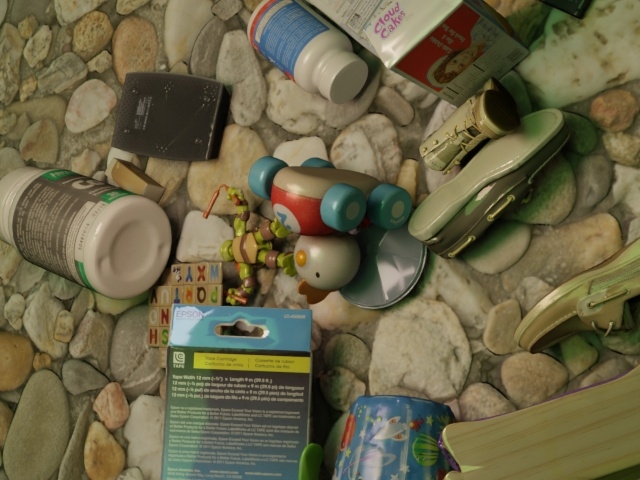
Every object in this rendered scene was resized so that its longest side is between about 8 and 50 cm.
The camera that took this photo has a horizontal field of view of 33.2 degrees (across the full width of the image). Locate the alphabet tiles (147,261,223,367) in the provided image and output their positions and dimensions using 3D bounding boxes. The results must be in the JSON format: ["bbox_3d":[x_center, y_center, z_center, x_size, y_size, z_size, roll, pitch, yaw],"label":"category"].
[{"bbox_3d":[-0.258,0.143,2.018,0.237,0.009,0.198,-4,84,48],"label":"alphabet tiles"}]

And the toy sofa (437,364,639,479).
[{"bbox_3d":[0.344,0.300,1.485,0.362,0.150,0.177,-19,73,-2],"label":"toy sofa"}]

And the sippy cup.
[{"bbox_3d":[0.120,0.363,1.674,0.305,0.240,0.224,8,74,-1],"label":"sippy cup"}]

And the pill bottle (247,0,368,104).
[{"bbox_3d":[-0.021,-0.341,1.919,0.221,0.124,0.124,44,106,30],"label":"pill bottle"}]

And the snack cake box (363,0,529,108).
[{"bbox_3d":[0.203,-0.314,1.690,0.152,0.264,0.089,-39,63,21],"label":"snack cake box"}]

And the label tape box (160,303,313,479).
[{"bbox_3d":[-0.137,0.289,1.837,0.249,0.115,0.348,2,83,4],"label":"label tape box"}]

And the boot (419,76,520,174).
[{"bbox_3d":[0.231,-0.168,1.701,0.077,0.213,0.165,44,112,-9],"label":"boot"}]

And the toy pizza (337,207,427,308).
[{"bbox_3d":[0.096,0.018,1.844,0.201,0.032,0.201,-5,81,31],"label":"toy pizza"}]

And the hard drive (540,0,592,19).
[{"bbox_3d":[0.412,-0.435,1.722,0.094,0.022,0.135,34,101,31],"label":"hard drive"}]

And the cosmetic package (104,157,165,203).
[{"bbox_3d":[-0.371,-0.118,2.143,0.115,0.060,0.041,35,101,30],"label":"cosmetic package"}]

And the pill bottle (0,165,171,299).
[{"bbox_3d":[-0.480,-0.027,2.105,0.361,0.204,0.204,18,92,37],"label":"pill bottle"}]

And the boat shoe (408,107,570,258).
[{"bbox_3d":[0.280,-0.088,1.711,0.305,0.091,0.109,-41,25,18],"label":"boat shoe"}]

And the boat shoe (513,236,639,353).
[{"bbox_3d":[0.425,0.093,1.584,0.302,0.109,0.098,-35,64,17],"label":"boat shoe"}]

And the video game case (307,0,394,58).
[{"bbox_3d":[0.136,-0.467,1.878,0.244,0.061,0.269,44,106,31],"label":"video game case"}]

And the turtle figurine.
[{"bbox_3d":[-0.117,0.026,1.942,0.217,0.087,0.270,-5,84,48],"label":"turtle figurine"}]

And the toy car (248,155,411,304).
[{"bbox_3d":[0.000,0.000,1.781,0.219,0.210,0.238,23,108,43],"label":"toy car"}]

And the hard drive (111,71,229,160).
[{"bbox_3d":[-0.294,-0.243,2.117,0.254,0.054,0.172,10,88,33],"label":"hard drive"}]
